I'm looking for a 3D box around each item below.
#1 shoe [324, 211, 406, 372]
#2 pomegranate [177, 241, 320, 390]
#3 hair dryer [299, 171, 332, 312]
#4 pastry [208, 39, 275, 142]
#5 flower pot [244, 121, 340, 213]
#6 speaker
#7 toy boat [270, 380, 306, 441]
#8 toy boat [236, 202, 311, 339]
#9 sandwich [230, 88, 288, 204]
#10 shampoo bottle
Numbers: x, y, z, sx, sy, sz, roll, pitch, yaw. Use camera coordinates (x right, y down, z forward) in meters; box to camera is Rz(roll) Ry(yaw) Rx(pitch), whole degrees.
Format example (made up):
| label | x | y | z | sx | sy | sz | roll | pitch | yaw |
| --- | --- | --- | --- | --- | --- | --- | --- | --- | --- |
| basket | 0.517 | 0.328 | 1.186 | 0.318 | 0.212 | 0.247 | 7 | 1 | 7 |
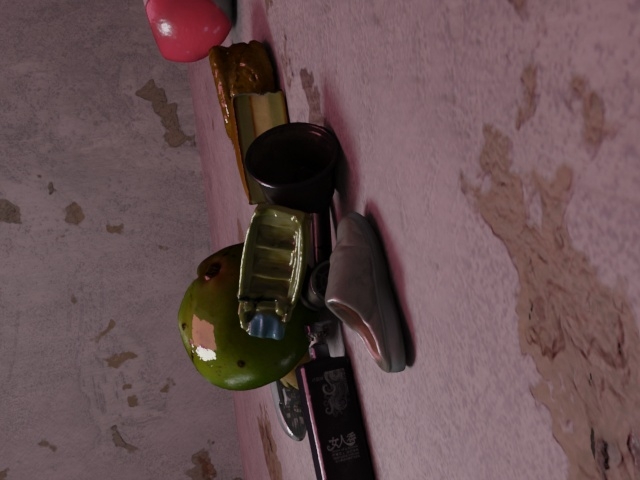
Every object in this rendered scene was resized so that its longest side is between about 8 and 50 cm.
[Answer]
| label | x | y | z | sx | sy | sz | roll | pitch | yaw |
| --- | --- | --- | --- | --- | --- | --- | --- | --- | --- |
| shoe | 0.051 | 0.079 | 1.085 | 0.103 | 0.100 | 0.251 | 106 | 149 | -61 |
| pomegranate | -0.095 | 0.168 | 1.479 | 0.216 | 0.309 | 0.358 | -13 | 128 | 43 |
| hair dryer | 0.000 | 0.000 | 1.341 | 0.195 | 0.078 | 0.248 | 140 | 130 | -75 |
| pastry | -0.166 | -0.330 | 1.679 | 0.240 | 0.132 | 0.235 | -112 | 9 | -63 |
| flower pot | -0.041 | -0.110 | 1.254 | 0.106 | 0.158 | 0.157 | 81 | 171 | -48 |
| speaker | -0.361 | -0.610 | 1.955 | 0.294 | 0.294 | 0.294 | 171 | 90 | -76 |
| toy boat | -0.080 | 0.377 | 1.855 | 0.085 | 0.078 | 0.260 | -53 | 41 | 40 |
| toy boat | -0.078 | 0.043 | 1.256 | 0.084 | 0.111 | 0.276 | -77 | -2 | -52 |
| sandwich | -0.114 | -0.191 | 1.535 | 0.144 | 0.117 | 0.187 | 95 | 162 | -53 |
| shampoo bottle | 0.018 | 0.301 | 1.357 | 0.071 | 0.098 | 0.309 | 127 | 132 | -71 |
